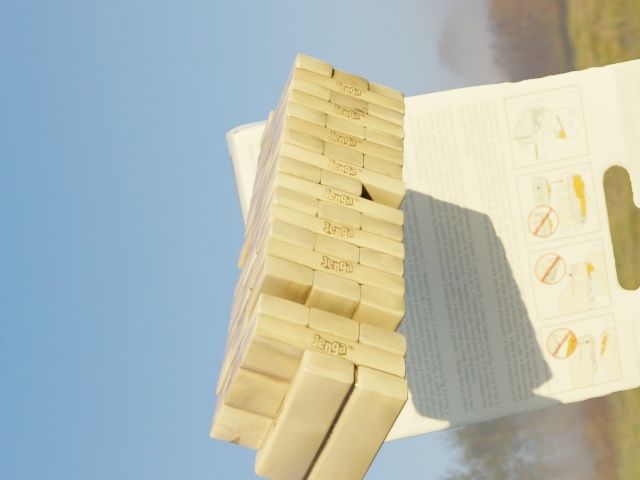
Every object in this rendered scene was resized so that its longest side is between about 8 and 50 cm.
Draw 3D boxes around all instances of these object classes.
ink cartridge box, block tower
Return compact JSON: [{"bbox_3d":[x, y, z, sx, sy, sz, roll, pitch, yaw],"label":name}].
[{"bbox_3d":[0.129,0.012,1.053,0.091,0.385,0.308,-135,34,-80],"label":"ink cartridge box"},{"bbox_3d":[0.000,0.000,0.738,0.335,0.091,0.097,-87,18,-53],"label":"block tower"}]
